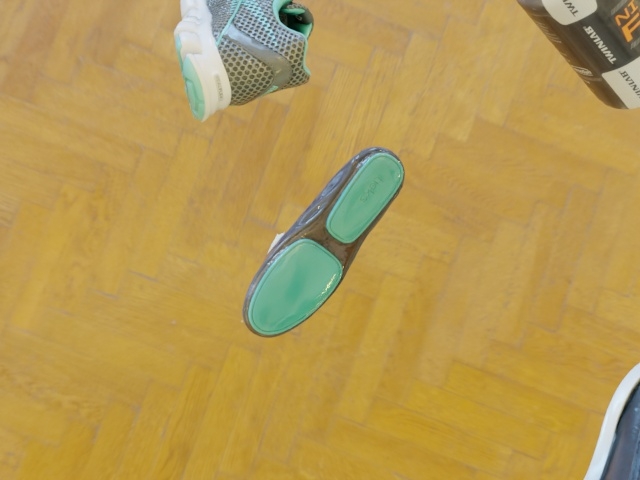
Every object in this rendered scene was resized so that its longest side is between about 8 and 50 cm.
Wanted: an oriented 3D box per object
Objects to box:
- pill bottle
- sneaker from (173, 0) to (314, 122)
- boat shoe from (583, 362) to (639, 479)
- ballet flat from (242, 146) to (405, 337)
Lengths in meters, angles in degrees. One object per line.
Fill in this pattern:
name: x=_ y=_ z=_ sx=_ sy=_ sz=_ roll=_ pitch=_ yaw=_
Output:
pill bottle: x=0.289 y=-0.258 z=0.983 sx=0.245 sy=0.130 sz=0.130 roll=37 pitch=82 yaw=-34
sneaker: x=-0.042 y=-0.124 z=0.540 sx=0.076 sy=0.166 sz=0.065 roll=-10 pitch=130 yaw=-1
boat shoe: x=0.247 y=0.202 z=0.709 sx=0.302 sy=0.091 sz=0.114 roll=-46 pitch=131 yaw=-39
ballet flat: x=0.000 y=0.000 z=0.839 sx=0.074 sy=0.074 sz=0.203 roll=38 pitch=86 yaw=-1
